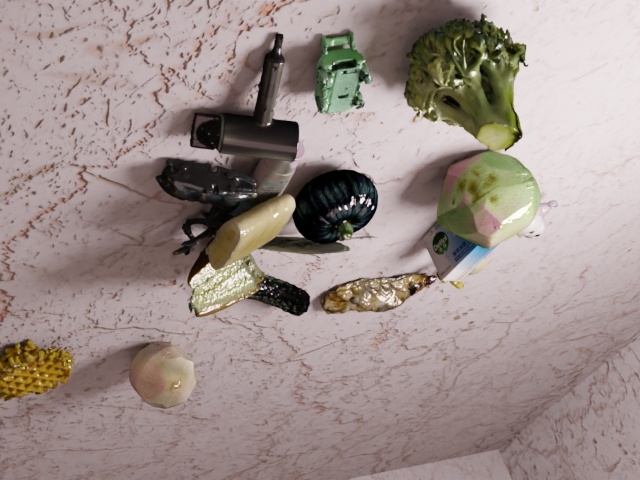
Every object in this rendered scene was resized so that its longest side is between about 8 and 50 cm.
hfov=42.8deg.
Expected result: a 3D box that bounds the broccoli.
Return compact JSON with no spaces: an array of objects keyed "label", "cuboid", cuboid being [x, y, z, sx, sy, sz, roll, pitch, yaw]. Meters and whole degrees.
[{"label":"broccoli","cuboid":[0.274,-0.267,1.509,0.248,0.246,0.288,-32,143,34]}]

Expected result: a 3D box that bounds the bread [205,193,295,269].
[{"label":"bread","cuboid":[-0.140,-0.022,1.650,0.178,0.060,0.139,-31,164,-47]}]

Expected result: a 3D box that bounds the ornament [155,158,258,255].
[{"label":"ornament","cuboid":[-0.260,-0.056,1.658,0.202,0.080,0.236,10,143,-25]}]

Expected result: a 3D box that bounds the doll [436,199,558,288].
[{"label":"doll","cuboid":[0.473,-0.002,2.182,0.365,0.094,0.160,-36,149,23]}]

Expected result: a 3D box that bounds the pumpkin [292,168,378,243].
[{"label":"pumpkin","cuboid":[0.032,-0.073,1.765,0.194,0.150,0.194,-21,-177,1]}]

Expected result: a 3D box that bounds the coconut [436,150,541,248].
[{"label":"coconut","cuboid":[0.375,-0.092,1.875,0.236,0.236,0.204,-21,169,-1]}]

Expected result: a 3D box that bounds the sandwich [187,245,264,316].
[{"label":"sandwich","cuboid":[-0.210,0.080,1.758,0.128,0.122,0.236,-23,-167,8]}]

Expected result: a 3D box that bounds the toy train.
[{"label":"toy train","cuboid":[0.033,-0.296,1.484,0.099,0.081,0.149,-13,153,-14]}]

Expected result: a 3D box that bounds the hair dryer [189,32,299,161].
[{"label":"hair dryer","cuboid":[-0.122,-0.260,1.462,0.195,0.078,0.248,5,127,-15]}]

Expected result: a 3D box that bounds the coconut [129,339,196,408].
[{"label":"coconut","cuboid":[-0.396,0.343,2.088,0.171,0.171,0.183,0,-176,-31]}]

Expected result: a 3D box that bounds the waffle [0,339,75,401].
[{"label":"waffle","cuboid":[-0.694,0.309,1.974,0.197,0.070,0.193,-18,149,-11]}]

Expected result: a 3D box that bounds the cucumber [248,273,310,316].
[{"label":"cucumber","cuboid":[-0.137,0.121,2.018,0.081,0.072,0.303,-35,146,22]}]

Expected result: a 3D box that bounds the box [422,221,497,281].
[{"label":"box","cuboid":[0.359,-0.007,2.058,0.073,0.139,0.194,4,140,-35]}]

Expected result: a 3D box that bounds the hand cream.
[{"label":"hand cream","cuboid":[-0.126,-0.098,1.698,0.111,0.070,0.312,-4,148,-29]}]

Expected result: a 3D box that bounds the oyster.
[{"label":"oyster","cuboid":[0.164,0.145,2.250,0.345,0.079,0.129,-10,139,-14]}]

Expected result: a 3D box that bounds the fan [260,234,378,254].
[{"label":"fan","cuboid":[0.000,-0.001,1.870,0.414,0.233,0.012,-7,106,-53]}]
